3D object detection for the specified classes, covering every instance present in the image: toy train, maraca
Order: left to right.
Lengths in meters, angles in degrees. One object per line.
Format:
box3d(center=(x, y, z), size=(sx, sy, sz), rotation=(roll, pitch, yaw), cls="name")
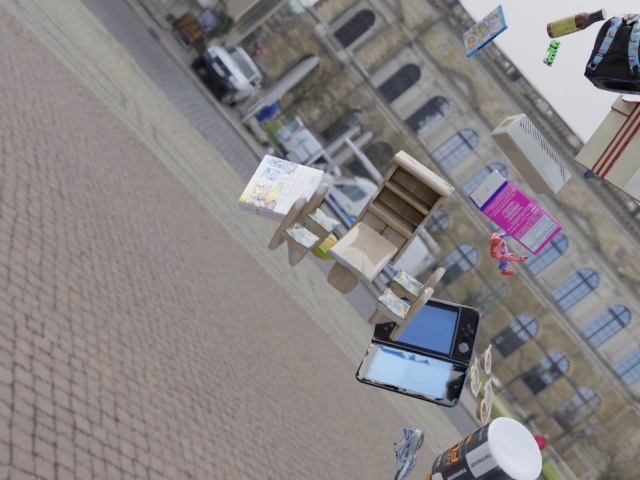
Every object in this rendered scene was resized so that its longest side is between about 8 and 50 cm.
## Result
box3d(center=(0.000, 0.000, 2.517), size=(0.127, 0.099, 0.185), rotation=(32, 19, -48), cls="maraca")
box3d(center=(0.513, -0.417, 1.557), size=(0.024, 0.083, 0.017), rotation=(25, -32, 6), cls="toy train")

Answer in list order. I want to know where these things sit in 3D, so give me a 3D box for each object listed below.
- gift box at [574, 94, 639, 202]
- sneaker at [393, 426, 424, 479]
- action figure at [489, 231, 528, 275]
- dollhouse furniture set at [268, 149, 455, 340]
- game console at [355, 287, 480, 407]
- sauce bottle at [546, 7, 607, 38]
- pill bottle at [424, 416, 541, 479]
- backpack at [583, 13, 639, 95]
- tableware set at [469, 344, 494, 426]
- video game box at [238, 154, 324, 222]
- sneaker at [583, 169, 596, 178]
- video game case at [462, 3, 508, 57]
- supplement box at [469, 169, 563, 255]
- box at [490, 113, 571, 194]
box3d(center=(0.899, -0.248, 1.931), size=(0.276, 0.258, 0.255), rotation=(23, 18, -35), cls="gift box")
box3d(center=(0.200, 0.507, 1.671), size=(0.058, 0.135, 0.052), rotation=(21, -2, 30), cls="sneaker")
box3d(center=(0.603, 0.033, 2.185), size=(0.280, 0.139, 0.091), rotation=(34, 52, -60), cls="action figure")
box3d(center=(0.148, -0.029, 1.686), size=(0.362, 0.256, 0.394), rotation=(36, 27, 7), cls="dollhouse furniture set")
box3d(center=(0.273, 0.291, 1.955), size=(0.293, 0.250, 0.173), rotation=(13, 8, 17), cls="game console")
box3d(center=(0.576, -0.489, 1.577), size=(0.128, 0.042, 0.042), rotation=(-5, -43, 45), cls="sauce bottle")
box3d(center=(0.307, 0.457, 1.386), size=(0.131, 0.245, 0.130), rotation=(20, 44, -21), cls="pill bottle")
box3d(center=(0.749, -0.459, 1.719), size=(0.158, 0.173, 0.117), rotation=(16, -2, 40), cls="backpack")
box3d(center=(0.351, 0.315, 1.507), size=(0.141, 0.020, 0.168), rotation=(-44, 126, -55), cls="tableware set")
box3d(center=(-0.111, -0.143, 2.011), size=(0.187, 0.205, 0.048), rotation=(19, -38, 9), cls="video game box")
box3d(center=(0.950, -0.301, 2.347), size=(0.087, 0.221, 0.083), rotation=(38, 23, 15), cls="sneaker")
box3d(center=(0.552, -0.703, 2.359), size=(0.015, 0.166, 0.119), rotation=(28, 46, -31), cls="video game case")
box3d(center=(0.533, -0.076, 1.915), size=(0.220, 0.114, 0.111), rotation=(38, 15, -15), cls="supplement box")
box3d(center=(0.694, -0.282, 2.317), size=(0.275, 0.094, 0.113), rotation=(48, -10, -16), cls="box")
